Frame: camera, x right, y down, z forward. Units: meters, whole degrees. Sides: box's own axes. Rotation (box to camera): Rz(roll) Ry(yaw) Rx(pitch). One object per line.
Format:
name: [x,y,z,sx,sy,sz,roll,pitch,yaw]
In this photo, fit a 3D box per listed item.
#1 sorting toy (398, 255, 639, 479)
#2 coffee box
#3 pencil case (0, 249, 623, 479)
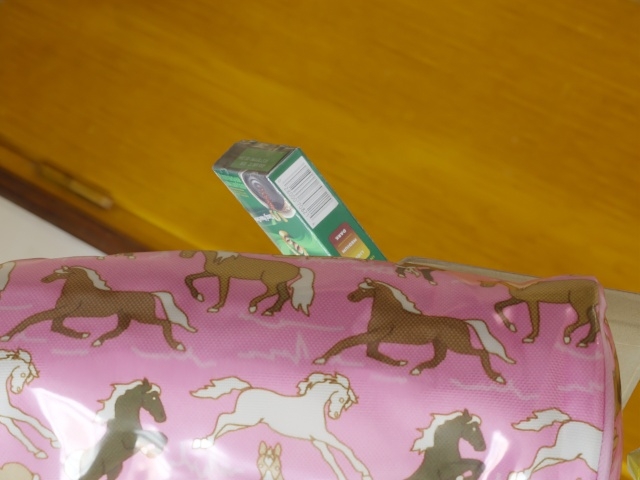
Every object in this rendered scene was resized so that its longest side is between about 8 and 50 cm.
sorting toy: [0.147,0.128,1.123,0.307,0.041,0.229,9,116,-24]
coffee box: [0.000,0.000,1.292,0.040,0.113,0.184,-45,114,-15]
pencil case: [-0.026,0.096,0.866,0.167,0.386,0.160,84,9,-56]
